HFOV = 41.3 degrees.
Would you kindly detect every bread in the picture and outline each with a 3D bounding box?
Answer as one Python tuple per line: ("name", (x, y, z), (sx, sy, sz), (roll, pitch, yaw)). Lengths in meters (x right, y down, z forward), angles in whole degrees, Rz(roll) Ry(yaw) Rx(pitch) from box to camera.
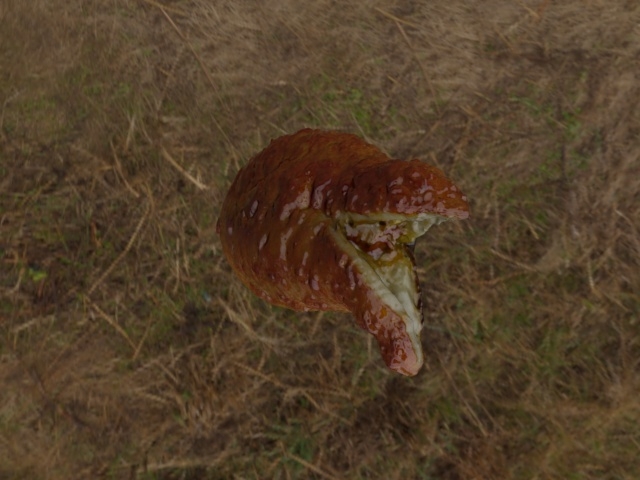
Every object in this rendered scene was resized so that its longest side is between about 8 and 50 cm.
("bread", (0.000, -0.009, 0.600), (0.095, 0.269, 0.139), (9, 96, -25))
